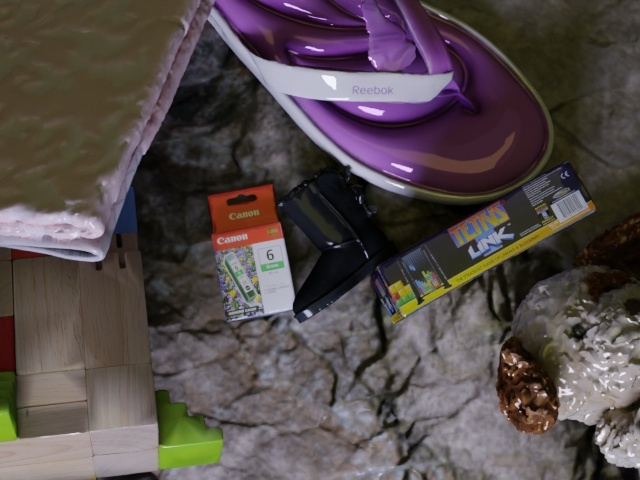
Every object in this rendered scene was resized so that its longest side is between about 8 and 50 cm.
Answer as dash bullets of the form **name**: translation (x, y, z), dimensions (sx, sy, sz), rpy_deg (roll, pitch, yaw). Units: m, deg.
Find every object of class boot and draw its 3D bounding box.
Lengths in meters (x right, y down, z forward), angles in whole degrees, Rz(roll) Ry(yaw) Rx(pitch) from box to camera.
- **boot**: translation (0.000, 0.000, 0.896), dimensions (0.121, 0.045, 0.099), rpy_deg (-37, 90, -22)

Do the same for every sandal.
- **sandal**: translation (0.016, -0.176, 0.898), dimensions (0.416, 0.102, 0.169), rpy_deg (37, 85, 4)

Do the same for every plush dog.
- **plush dog**: translation (0.263, 0.104, 0.847), dimensions (0.225, 0.211, 0.262), rpy_deg (34, 56, 18)

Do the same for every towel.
- **towel**: translation (-0.269, -0.128, 0.825), dimensions (0.331, 0.053, 0.317), rpy_deg (5, 53, 12)

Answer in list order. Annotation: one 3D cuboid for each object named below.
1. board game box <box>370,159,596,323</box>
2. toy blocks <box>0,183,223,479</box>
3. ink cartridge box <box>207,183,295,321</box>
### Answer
- **board game box**: translation (0.126, 0.005, 0.855), dimensions (0.170, 0.141, 0.048), rpy_deg (-29, 85, -3)
- **toy blocks**: translation (-0.281, 0.056, 0.810), dimensions (0.381, 0.191, 0.261), rpy_deg (-5, 59, -12)
- **ink cartridge box**: translation (-0.061, 0.010, 0.912), dimensions (0.062, 0.029, 0.115), rpy_deg (-11, 84, -1)
